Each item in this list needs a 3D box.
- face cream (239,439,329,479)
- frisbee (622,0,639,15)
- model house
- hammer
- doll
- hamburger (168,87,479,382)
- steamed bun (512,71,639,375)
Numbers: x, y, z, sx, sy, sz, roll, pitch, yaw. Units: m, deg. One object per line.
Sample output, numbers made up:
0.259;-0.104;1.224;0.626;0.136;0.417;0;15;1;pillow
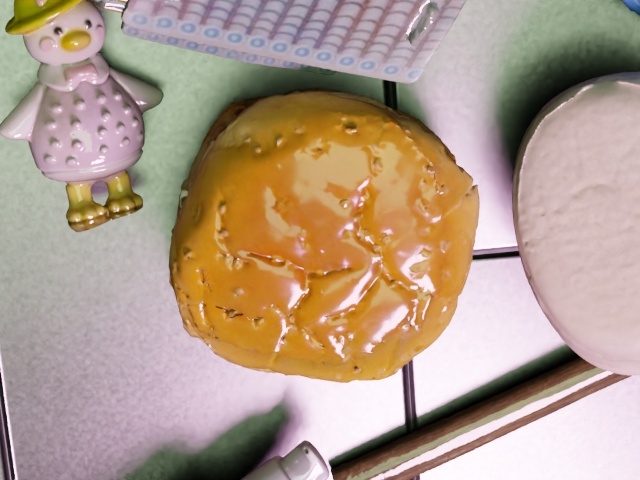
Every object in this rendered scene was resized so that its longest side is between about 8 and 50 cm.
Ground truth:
-0.092;0.254;1.269;0.252;0.101;0.101;-41;104;7;face cream
0.329;-0.227;1.136;0.242;0.242;0.045;-3;63;-4;frisbee
-0.038;-0.219;1.061;0.224;0.215;0.198;9;103;-29;model house
0.178;0.127;1.288;0.365;0.043;0.111;-26;106;4;hammer
-0.182;-0.113;1.175;0.129;0.081;0.207;-17;104;-19;doll
0.000;0.000;1.175;0.244;0.163;0.244;-2;107;-5;hamburger
0.243;-0.012;1.196;0.177;0.131;0.228;-10;85;24;steamed bun
